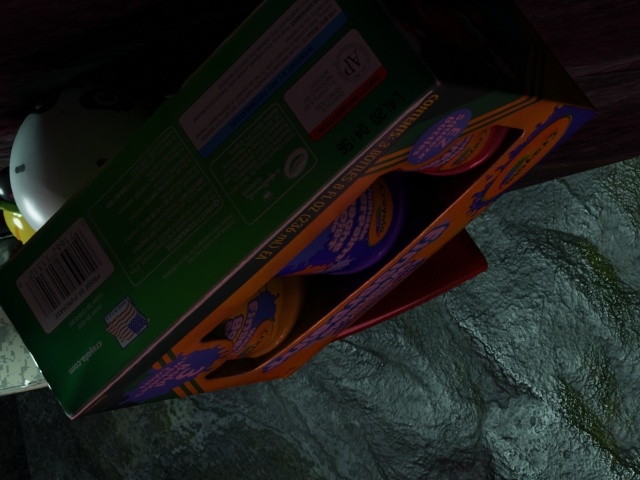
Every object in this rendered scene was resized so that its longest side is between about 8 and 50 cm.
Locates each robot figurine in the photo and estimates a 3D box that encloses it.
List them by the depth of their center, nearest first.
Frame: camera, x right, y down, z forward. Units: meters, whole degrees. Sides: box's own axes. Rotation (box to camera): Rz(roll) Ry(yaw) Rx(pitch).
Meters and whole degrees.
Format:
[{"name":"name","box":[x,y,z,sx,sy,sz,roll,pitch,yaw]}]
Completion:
[{"name":"robot figurine","box":[-0.196,-0.071,1.522,0.209,0.173,0.278,-49,164,14]}]

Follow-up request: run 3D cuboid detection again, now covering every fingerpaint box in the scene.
[{"name":"fingerpaint box","box":[-0.013,-0.040,1.357,0.445,0.163,0.371,-42,162,22]}]

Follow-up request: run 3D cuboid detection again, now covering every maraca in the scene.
[{"name":"maraca","box":[-0.365,-0.034,1.950,0.186,0.099,0.127,16,176,-24]}]

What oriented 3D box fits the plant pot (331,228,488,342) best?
[{"name":"plant pot","box":[0.000,0.000,1.766,0.236,0.267,0.267,-34,179,-11]}]

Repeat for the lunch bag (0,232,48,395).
[{"name":"lunch bag","box":[-0.414,0.096,2.354,0.305,0.256,0.212,-13,177,25]}]
